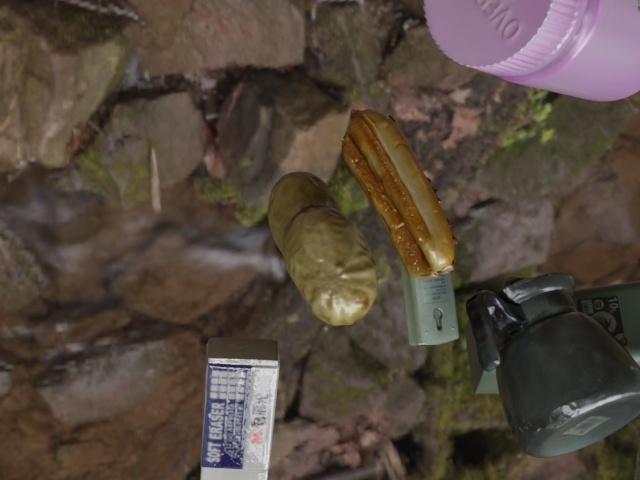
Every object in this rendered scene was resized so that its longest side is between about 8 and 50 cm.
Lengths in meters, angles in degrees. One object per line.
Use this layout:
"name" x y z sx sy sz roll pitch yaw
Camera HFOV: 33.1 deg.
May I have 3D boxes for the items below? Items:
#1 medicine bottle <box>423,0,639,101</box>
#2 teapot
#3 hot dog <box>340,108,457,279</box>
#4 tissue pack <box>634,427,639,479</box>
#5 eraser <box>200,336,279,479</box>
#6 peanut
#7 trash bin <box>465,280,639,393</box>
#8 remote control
"medicine bottle" 0.269 -0.262 1.237 0.290 0.178 0.178 2 138 -47
"teapot" 0.329 0.180 1.696 0.305 0.285 0.223 -7 147 -25
"hot dog" 0.100 -0.068 1.334 0.076 0.249 0.102 -20 159 -22
"tissue pack" 0.675 0.467 1.904 0.228 0.311 0.128 11 165 -2
"eraser" -0.141 0.304 1.861 0.124 0.081 0.279 3 116 -6
"peanut" 0.000 0.000 1.699 0.147 0.319 0.148 -11 134 -12
"trash bin" 0.450 0.190 1.970 0.343 0.158 0.223 -6 158 -1
"remote control" 0.179 0.059 1.803 0.098 0.234 0.038 -5 177 -34
